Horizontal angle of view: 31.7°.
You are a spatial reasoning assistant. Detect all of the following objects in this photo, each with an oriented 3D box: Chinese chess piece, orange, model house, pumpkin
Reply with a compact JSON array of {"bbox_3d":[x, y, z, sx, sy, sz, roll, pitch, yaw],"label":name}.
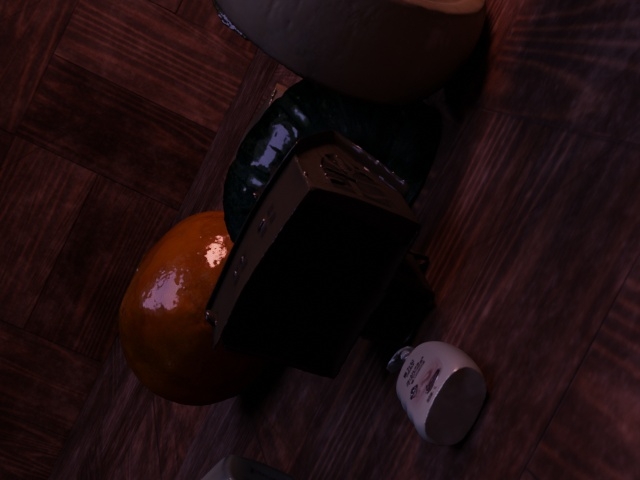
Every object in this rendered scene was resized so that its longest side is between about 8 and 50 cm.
[{"bbox_3d":[0.031,-0.300,1.339,0.338,0.338,0.140,-88,23,-57],"label":"Chinese chess piece"},{"bbox_3d":[-0.158,0.093,1.592,0.284,0.226,0.284,-53,13,19],"label":"orange"},{"bbox_3d":[0.000,0.000,1.187,0.211,0.204,0.243,-60,24,19],"label":"model house"},{"bbox_3d":[-0.010,-0.089,1.424,0.293,0.197,0.263,-58,13,17],"label":"pumpkin"}]

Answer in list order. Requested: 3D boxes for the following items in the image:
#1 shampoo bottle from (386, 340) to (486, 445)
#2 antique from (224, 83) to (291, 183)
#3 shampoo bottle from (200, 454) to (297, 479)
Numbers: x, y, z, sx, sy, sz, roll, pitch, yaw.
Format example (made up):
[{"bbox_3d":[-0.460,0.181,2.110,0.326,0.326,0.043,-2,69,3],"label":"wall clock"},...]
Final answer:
[{"bbox_3d":[0.096,0.120,0.984,0.077,0.045,0.152,-63,13,6],"label":"shampoo bottle"},{"bbox_3d":[-0.044,-0.139,1.734,0.152,0.147,0.148,-47,21,53],"label":"antique"},{"bbox_3d":[-0.145,0.395,1.197,0.359,0.134,0.078,-61,12,14],"label":"shampoo bottle"}]
